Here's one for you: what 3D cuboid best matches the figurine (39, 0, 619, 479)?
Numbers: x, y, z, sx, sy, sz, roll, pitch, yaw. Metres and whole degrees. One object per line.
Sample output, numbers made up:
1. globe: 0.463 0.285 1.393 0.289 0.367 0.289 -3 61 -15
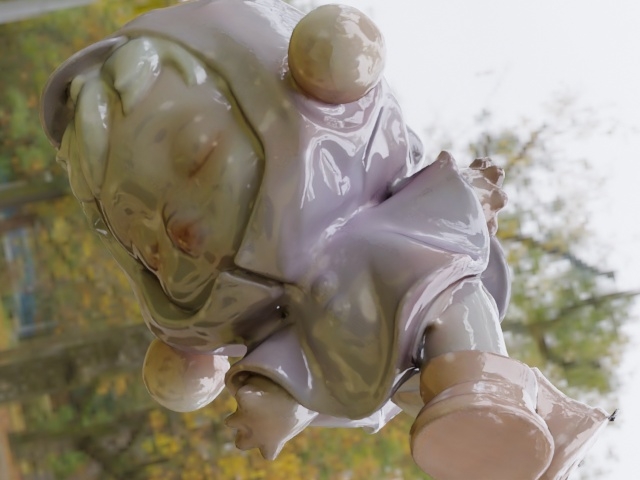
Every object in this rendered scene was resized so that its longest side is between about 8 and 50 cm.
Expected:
1. figurine: 0.000 -0.001 0.620 0.276 0.133 0.200 44 -54 25
